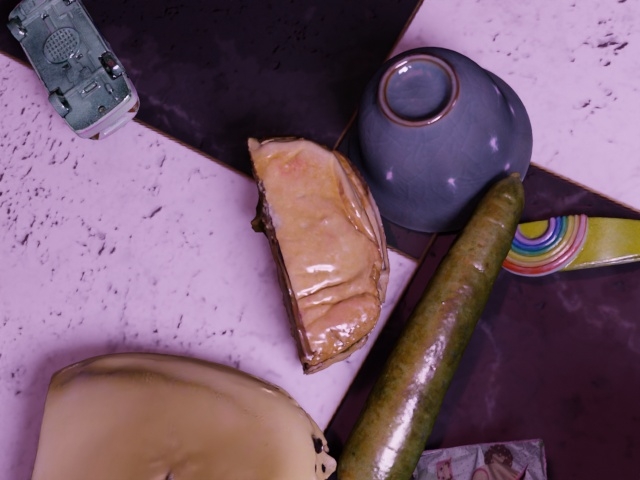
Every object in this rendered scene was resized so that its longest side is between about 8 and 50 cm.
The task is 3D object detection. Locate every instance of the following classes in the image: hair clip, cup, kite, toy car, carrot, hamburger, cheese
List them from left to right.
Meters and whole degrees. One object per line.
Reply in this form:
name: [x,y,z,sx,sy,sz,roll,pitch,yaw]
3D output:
toy car: [-0.287,-0.211,1.274,0.090,0.076,0.224,-36,60,3]
cheese: [-0.140,0.236,1.070,0.316,0.128,0.259,1,72,13]
hamburger: [0.000,0.000,1.118,0.131,0.124,0.262,-14,74,-6]
cup: [0.111,-0.124,1.103,0.199,0.150,0.199,-4,71,13]
carrot: [0.117,0.091,1.066,0.074,0.074,0.358,25,84,20]
kite: [0.136,0.279,1.005,0.250,0.012,0.229,-58,41,14]
hair clip: [0.259,0.005,1.087,0.188,0.033,0.060,-4,72,14]
